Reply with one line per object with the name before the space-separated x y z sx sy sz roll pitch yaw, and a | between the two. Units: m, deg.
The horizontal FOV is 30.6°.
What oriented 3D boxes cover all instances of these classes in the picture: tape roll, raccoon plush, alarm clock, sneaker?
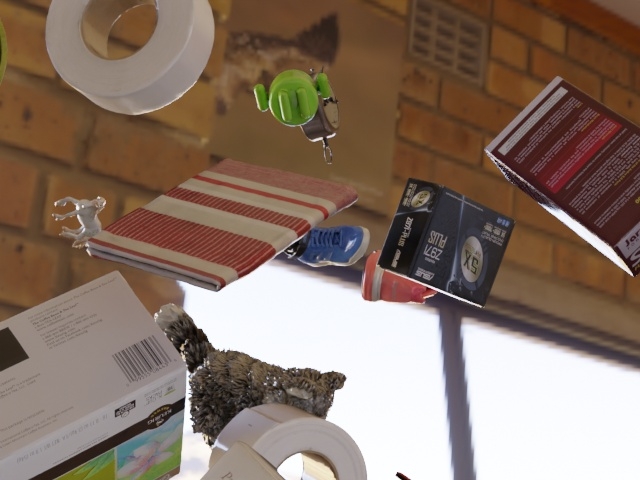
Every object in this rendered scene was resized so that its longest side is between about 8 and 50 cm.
tape roll | -0.060 0.419 2.064 0.246 0.246 0.169 14 -3 -23
raccoon plush | -0.162 0.266 2.489 0.299 0.446 0.216 -43 -3 32
alarm clock | 0.000 -0.246 2.306 0.064 0.192 0.129 -9 10 18
sneaker | 0.194 0.057 2.205 0.136 0.116 0.314 15 25 23
sneaker | 0.000 0.001 1.743 0.085 0.058 0.152 22 -19 -33
tape roll | -0.335 -0.371 2.058 0.286 0.286 0.100 1 -12 17

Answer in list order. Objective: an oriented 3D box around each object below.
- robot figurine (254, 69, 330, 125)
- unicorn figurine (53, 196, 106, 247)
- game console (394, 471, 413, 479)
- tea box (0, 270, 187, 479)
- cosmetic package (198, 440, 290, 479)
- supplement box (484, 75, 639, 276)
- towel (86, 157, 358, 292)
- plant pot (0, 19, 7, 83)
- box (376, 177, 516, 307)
robot figurine | -0.037 -0.194 1.588 0.101 0.067 0.115 -12 18 2
unicorn figurine | -0.464 -0.047 2.291 0.111 0.060 0.162 -4 -29 6
game console | 0.188 0.503 2.121 0.144 0.085 0.124 28 -13 43
tea box | -0.399 0.276 1.789 0.329 0.220 0.323 -26 -32 -27
cosmetic package | -0.069 0.523 1.355 0.329 0.393 0.327 37 -10 43
supplement box | 0.314 -0.078 1.339 0.073 0.130 0.239 43 3 -43
towel | -0.131 -0.025 1.621 0.237 0.037 0.329 14 30 30
plant pot | -0.754 -0.260 2.116 0.366 0.366 0.353 9 -24 -11
box | 0.193 0.004 1.785 0.180 0.147 0.077 23 -2 -39
